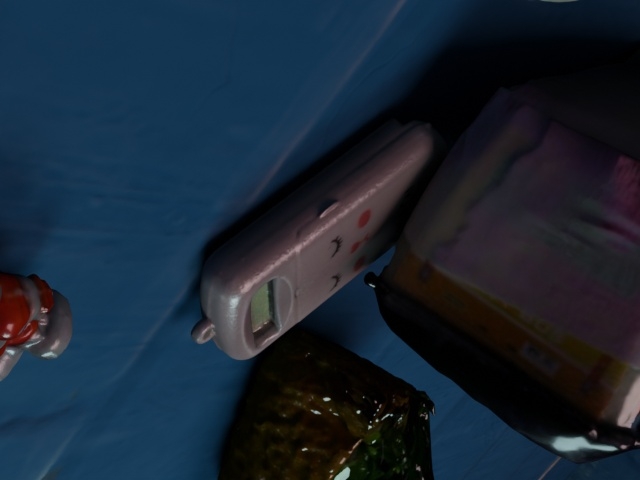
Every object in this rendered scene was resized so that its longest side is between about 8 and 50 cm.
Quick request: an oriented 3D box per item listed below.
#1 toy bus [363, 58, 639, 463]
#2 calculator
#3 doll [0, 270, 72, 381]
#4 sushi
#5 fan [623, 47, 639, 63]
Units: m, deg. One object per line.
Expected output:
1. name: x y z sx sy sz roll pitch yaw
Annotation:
1. toy bus: 0.202 -0.018 0.742 0.386 0.171 0.162 -21 144 -59
2. calculator: 0.000 0.000 0.636 0.175 0.032 0.100 -38 158 -18
3. doll: -0.140 0.035 0.400 0.094 0.079 0.180 -24 175 10
4. sushi: 0.021 0.148 0.787 0.149 0.140 0.287 -19 148 -37
5. fan: 0.213 -0.052 0.962 0.191 0.009 0.329 -8 137 -58
